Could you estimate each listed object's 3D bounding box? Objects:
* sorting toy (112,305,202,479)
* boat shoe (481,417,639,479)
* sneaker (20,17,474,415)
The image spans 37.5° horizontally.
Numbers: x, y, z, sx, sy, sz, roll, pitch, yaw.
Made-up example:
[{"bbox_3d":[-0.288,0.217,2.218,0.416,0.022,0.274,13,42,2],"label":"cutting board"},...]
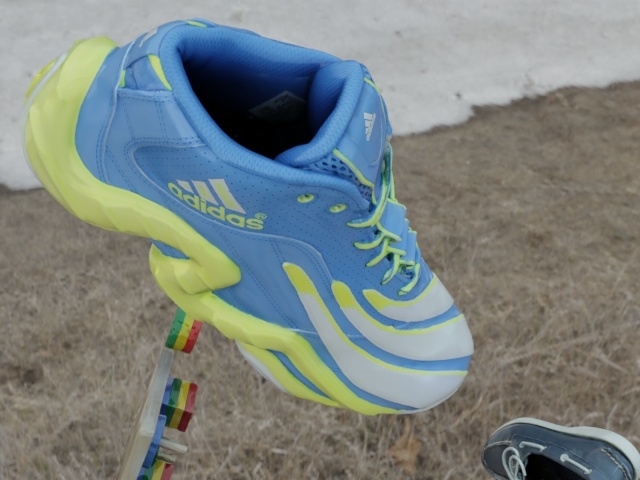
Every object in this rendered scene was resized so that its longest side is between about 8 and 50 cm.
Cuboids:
[{"bbox_3d":[-0.150,0.193,0.829,0.046,0.274,0.132,20,21,-9],"label":"sorting toy"},{"bbox_3d":[0.270,0.276,1.134,0.079,0.255,0.095,-33,102,-29],"label":"boat shoe"},{"bbox_3d":[0.000,0.000,0.376,0.240,0.126,0.091,33,62,-26],"label":"sneaker"}]
